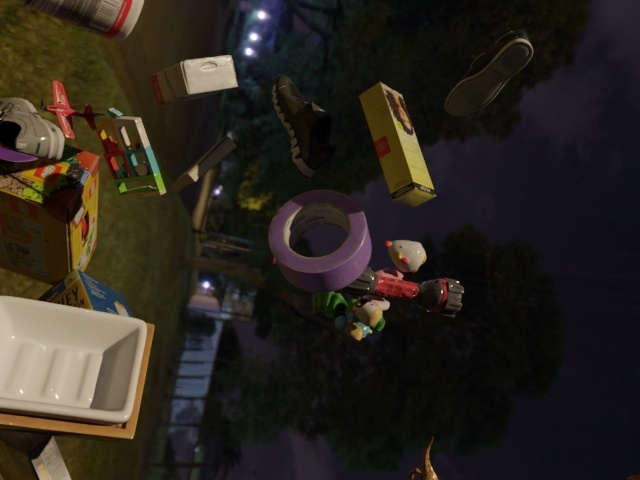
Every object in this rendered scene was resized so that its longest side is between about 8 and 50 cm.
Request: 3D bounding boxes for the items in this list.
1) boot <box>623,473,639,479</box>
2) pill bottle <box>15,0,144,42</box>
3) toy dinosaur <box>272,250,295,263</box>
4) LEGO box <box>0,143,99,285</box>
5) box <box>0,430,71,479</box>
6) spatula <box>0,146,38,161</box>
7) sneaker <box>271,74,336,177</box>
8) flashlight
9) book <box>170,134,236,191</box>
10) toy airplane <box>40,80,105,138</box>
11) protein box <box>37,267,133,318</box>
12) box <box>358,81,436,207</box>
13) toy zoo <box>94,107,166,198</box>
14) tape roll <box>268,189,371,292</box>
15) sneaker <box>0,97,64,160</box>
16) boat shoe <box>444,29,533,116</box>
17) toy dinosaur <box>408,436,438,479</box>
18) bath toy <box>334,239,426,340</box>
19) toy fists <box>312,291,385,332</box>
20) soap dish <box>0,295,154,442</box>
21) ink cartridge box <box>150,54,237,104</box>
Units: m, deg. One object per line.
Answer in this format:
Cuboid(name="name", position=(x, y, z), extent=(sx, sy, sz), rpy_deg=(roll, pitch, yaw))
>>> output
Cuboid(name="boot", position=(0.558, 0.264, 0.770), extent=(0.104, 0.295, 0.211), rpy_deg=(15, 83, -68))
Cuboid(name="pill bottle", position=(-0.554, -0.564, 1.282), extent=(0.176, 0.319, 0.176), rpy_deg=(-18, -115, 46))
Cuboid(name="toy dinosaur", position=(-0.124, 0.048, 1.932), extent=(0.047, 0.082, 0.090), rpy_deg=(-46, -125, 39))
Cuboid(name="LEGO box", position=(-0.842, -0.091, 1.696), extent=(0.500, 0.373, 0.193), rpy_deg=(125, -18, -55))
Cuboid(name="box", position=(-0.582, 0.459, 1.213), extent=(0.056, 0.183, 0.230), rpy_deg=(-39, 133, -45))
Cuboid(name="spatula", position=(-0.729, -0.170, 1.211), extent=(0.084, 0.297, 0.030), rpy_deg=(-74, 163, -75))
Cuboid(name="sneaker", position=(-0.027, -0.253, 1.248), extent=(0.106, 0.078, 0.234), rpy_deg=(-28, -109, 30))
Cuboid(name="flashlight", position=(0.210, 0.123, 1.549), extent=(0.103, 0.304, 0.103), rpy_deg=(-103, -151, -65))
Cuboid(name="book", position=(-0.263, -0.169, 1.347), extent=(0.096, 0.035, 0.144), rpy_deg=(-17, -152, 50))
Cuboid(name="toy airplane", position=(-0.578, -0.299, 1.402), extent=(0.028, 0.151, 0.151), rpy_deg=(-28, -135, 39))
Cuboid(name="protein box", position=(-0.615, 0.219, 1.625), extent=(0.136, 0.200, 0.201), rpy_deg=(-40, -126, 1))
Cuboid(name="box", position=(0.146, -0.183, 1.153), extent=(0.058, 0.087, 0.232), rpy_deg=(-27, -111, 33))
Cuboid(name="toy zoo", position=(-0.615, -0.278, 1.919), extent=(0.030, 0.193, 0.293), rpy_deg=(-42, 123, -52))
Cuboid(name="tape roll", position=(0.000, 0.000, 1.154), extent=(0.080, 0.189, 0.188), rpy_deg=(69, 21, -55))
Cuboid(name="sneaker", position=(-0.698, -0.263, 1.358), extent=(0.281, 0.115, 0.105), rpy_deg=(25, -74, 32))
Cuboid(name="boat shoe", position=(0.484, -0.480, 1.746), extent=(0.303, 0.114, 0.091), rpy_deg=(-35, -149, 37))
Cuboid(name="toy dinosaur", position=(0.275, 0.609, 1.553), extent=(0.112, 0.064, 0.211), rpy_deg=(-17, -97, 29))
Cuboid(name="bath toy", position=(0.180, 0.138, 1.816), extent=(0.348, 0.129, 0.151), rpy_deg=(-57, -161, 20))
Cuboid(name="toy fists", position=(0.097, 0.255, 2.176), extent=(0.096, 0.279, 0.142), rpy_deg=(-61, 148, -19))
Cuboid(name="soap dish", position=(-0.455, 0.228, 1.044), extent=(0.118, 0.291, 0.228), rpy_deg=(120, -24, -43))
Cuboid(name="ink cartridge box", position=(-0.289, -0.363, 1.369), extent=(0.175, 0.128, 0.072), rpy_deg=(6, -69, 54))
